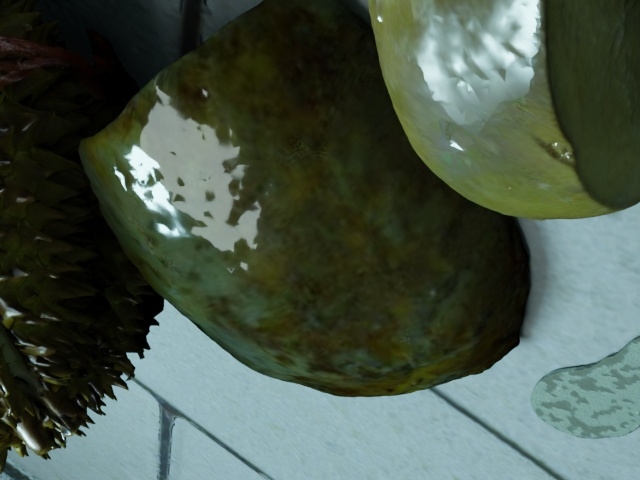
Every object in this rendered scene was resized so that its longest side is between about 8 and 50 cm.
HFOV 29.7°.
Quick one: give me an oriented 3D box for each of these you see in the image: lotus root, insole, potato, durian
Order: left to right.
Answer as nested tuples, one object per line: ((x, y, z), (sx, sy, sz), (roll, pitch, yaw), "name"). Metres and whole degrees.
((-0.266, -0.029, 0.818), (0.384, 0.348, 0.347), (61, 157, 13), "durian")
((-0.004, 0.004, 0.743), (0.210, 0.142, 0.314), (1, 136, 50), "lotus root")
((0.073, -0.099, 0.529), (0.138, 0.098, 0.243), (21, 148, 36), "potato")
((0.191, 0.099, 0.791), (0.065, 0.006, 0.193), (39, 154, 1), "insole")
